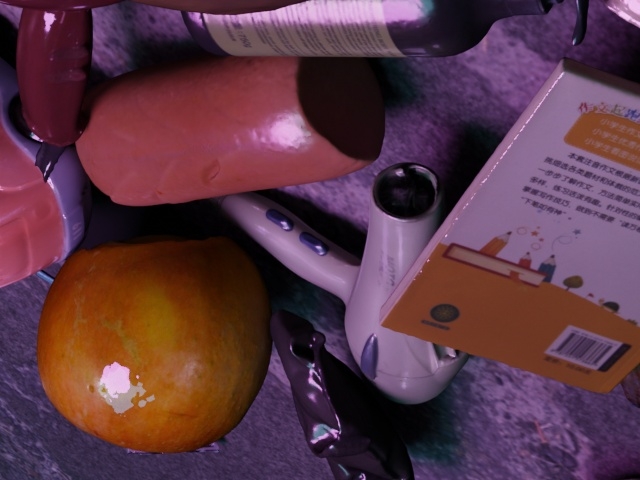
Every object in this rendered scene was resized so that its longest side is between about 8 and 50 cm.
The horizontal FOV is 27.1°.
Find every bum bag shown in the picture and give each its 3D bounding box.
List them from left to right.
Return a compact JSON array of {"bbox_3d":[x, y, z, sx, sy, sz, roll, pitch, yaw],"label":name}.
[{"bbox_3d":[0.025,0.178,1.258,0.142,0.080,0.326,60,-178,34],"label":"bum bag"}]

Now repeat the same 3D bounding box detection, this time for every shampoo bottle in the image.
[{"bbox_3d":[0.043,-0.175,0.902,0.284,0.101,0.101,4,134,28],"label":"shampoo bottle"}]

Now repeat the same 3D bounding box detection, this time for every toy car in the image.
[{"bbox_3d":[-0.348,-0.071,1.241,0.270,0.212,0.180,44,149,21],"label":"toy car"}]

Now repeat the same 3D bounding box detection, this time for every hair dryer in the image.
[{"bbox_3d":[-0.241,-0.144,1.001,0.123,0.313,0.340,54,148,25],"label":"hair dryer"},{"bbox_3d":[0.023,-0.001,1.115,0.298,0.119,0.296,41,156,4],"label":"hair dryer"}]

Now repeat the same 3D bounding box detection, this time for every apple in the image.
[{"bbox_3d":[-0.149,0.081,1.244,0.237,0.237,0.207,18,101,24],"label":"apple"}]

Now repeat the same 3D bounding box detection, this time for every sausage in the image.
[{"bbox_3d":[-0.086,-0.095,1.095,0.304,0.121,0.121,-5,128,43],"label":"sausage"}]

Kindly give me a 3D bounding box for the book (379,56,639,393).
[{"bbox_3d":[0.193,0.006,0.960,0.208,0.020,0.295,19,138,-13],"label":"book"}]

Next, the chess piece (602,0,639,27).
[{"bbox_3d":[0.234,-0.229,0.664,0.143,0.143,0.261,30,141,9],"label":"chess piece"}]

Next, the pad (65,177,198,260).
[{"bbox_3d":[-0.181,0.022,1.368,0.243,0.004,0.164,46,128,-9],"label":"pad"}]

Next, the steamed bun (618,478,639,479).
[{"bbox_3d":[0.302,0.288,1.226,0.183,0.106,0.183,23,147,16],"label":"steamed bun"}]

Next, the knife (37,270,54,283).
[{"bbox_3d":[-0.293,0.059,1.551,0.091,0.005,0.014,31,147,7],"label":"knife"}]

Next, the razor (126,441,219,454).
[{"bbox_3d":[-0.155,0.157,1.515,0.111,0.056,0.278,1,139,-14],"label":"razor"}]

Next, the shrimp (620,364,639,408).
[{"bbox_3d":[0.333,0.154,1.094,0.169,0.058,0.296,5,131,47],"label":"shrimp"}]

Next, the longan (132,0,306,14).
[{"bbox_3d":[-0.064,-0.264,0.759,0.297,0.297,0.297,23,143,18],"label":"longan"}]
